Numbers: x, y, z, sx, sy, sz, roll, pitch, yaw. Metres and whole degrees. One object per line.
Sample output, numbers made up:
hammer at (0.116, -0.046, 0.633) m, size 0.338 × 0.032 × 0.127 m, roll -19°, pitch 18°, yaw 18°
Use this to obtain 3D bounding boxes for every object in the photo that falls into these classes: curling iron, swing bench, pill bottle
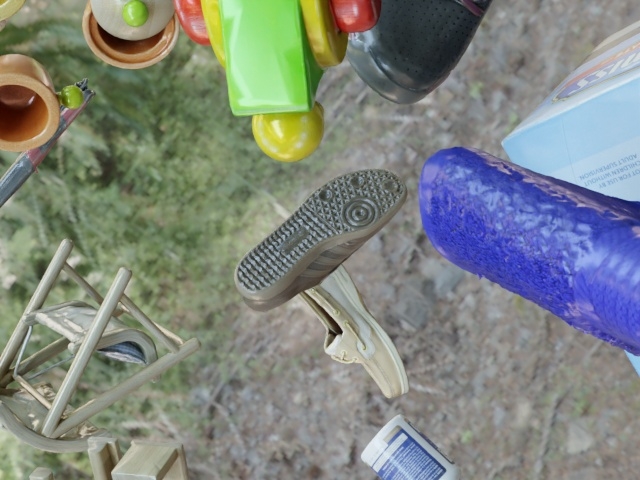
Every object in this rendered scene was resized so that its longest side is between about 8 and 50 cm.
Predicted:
curling iron at (-0.402, -0.114, 1.532) m, size 0.274 × 0.035 × 0.068 m, roll -55°, pitch 13°, yaw -11°
swing bench at (-0.347, 0.157, 1.506) m, size 0.255 × 0.165 × 0.253 m, roll -48°, pitch 31°, yaw -15°
pill bottle at (0.107, 0.249, 1.172) m, size 0.067 × 0.120 × 0.067 m, roll -44°, pitch -16°, yaw -16°

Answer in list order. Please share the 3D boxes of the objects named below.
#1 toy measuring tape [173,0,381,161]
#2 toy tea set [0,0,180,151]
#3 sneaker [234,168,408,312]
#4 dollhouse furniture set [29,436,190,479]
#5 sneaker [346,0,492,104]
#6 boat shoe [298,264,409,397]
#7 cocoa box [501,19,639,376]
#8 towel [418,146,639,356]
toy measuring tape at (-0.029, -0.208, 0.594) m, size 0.121 × 0.121 × 0.330 m, roll -155°, pitch 56°, yaw -64°
toy tea set at (-0.268, -0.126, 0.841) m, size 0.336 × 0.200 × 0.124 m, roll -33°, pitch 37°, yaw 12°
sneaker at (0.000, 0.000, 1.046) m, size 0.188 × 0.071 × 0.066 m, roll -33°, pitch 66°, yaw -10°
dollhouse furniture set at (-0.223, 0.292, 1.100) m, size 0.144 × 0.123 × 0.151 m, roll 1°, pitch 25°, yaw 19°
sneaker at (0.115, -0.231, 0.758) m, size 0.162 × 0.106 × 0.281 m, roll -30°, pitch 31°, yaw 53°
boat shoe at (0.027, 0.095, 1.117) m, size 0.059 × 0.170 × 0.063 m, roll -34°, pitch 5°, yaw -19°
cocoa box at (0.345, -0.074, 0.715) m, size 0.347 × 0.231 × 0.228 m, roll -24°, pitch 11°, yaw 43°
towel at (0.206, 0.054, 0.490) m, size 0.308 × 0.227 × 0.076 m, roll 33°, pitch 107°, yaw 48°
